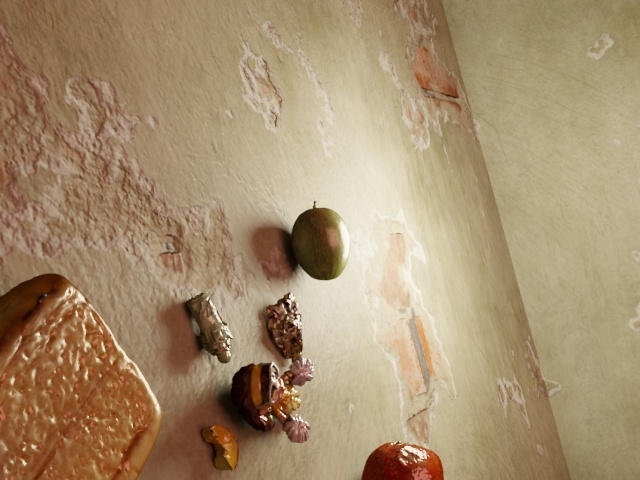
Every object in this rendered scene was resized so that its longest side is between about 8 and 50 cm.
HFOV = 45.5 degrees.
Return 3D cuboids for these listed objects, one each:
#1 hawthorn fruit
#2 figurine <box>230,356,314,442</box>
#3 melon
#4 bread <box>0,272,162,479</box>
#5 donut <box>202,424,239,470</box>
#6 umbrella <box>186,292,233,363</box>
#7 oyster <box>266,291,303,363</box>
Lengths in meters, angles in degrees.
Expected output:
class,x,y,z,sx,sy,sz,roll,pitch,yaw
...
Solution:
class,x,y,z,sx,sy,sz,roll,pitch,yaw
hawthorn fruit,0.187,0.596,1.759,0.205,0.205,0.253,34,56,-46
figurine,-0.090,0.315,1.531,0.240,0.115,0.175,38,47,-51
melon,0.000,0.000,1.801,0.139,0.139,0.192,-4,84,-58
bread,-0.392,0.256,1.064,0.328,0.148,0.337,60,31,-27
donut,-0.190,0.382,1.416,0.083,0.038,0.067,42,45,-33
umbrella,-0.208,0.169,1.470,0.067,0.062,0.144,68,-1,-87
oyster,-0.067,0.197,1.685,0.103,0.051,0.148,-32,113,-50
